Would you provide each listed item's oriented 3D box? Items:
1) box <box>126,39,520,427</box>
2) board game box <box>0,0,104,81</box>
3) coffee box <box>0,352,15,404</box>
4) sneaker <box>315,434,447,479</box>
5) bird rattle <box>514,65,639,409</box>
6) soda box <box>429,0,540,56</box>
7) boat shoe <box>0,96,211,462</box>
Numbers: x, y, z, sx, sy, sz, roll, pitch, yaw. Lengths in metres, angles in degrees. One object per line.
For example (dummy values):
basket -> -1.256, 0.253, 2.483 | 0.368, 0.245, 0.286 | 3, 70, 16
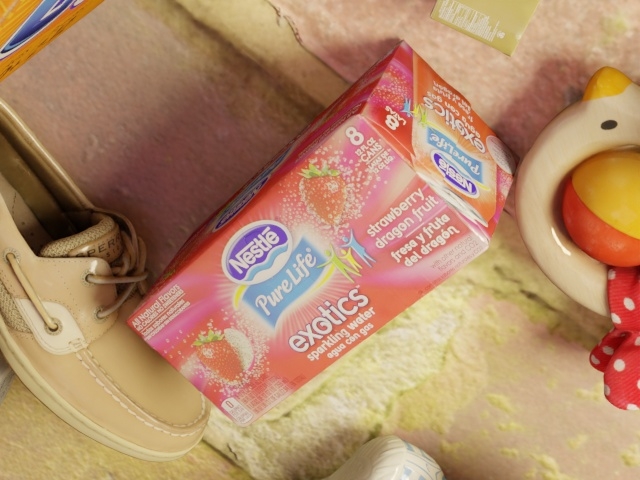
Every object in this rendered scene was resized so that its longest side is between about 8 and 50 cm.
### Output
box -> 0.000, 0.000, 0.819 | 0.122, 0.128, 0.257 | 44, 124, -10
board game box -> -0.163, -0.321, 0.541 | 0.356, 0.356, 0.356 | 44, 124, -11
coffee box -> -0.505, 0.183, 0.977 | 0.337, 0.334, 0.338 | 32, 123, -1
sneaker -> 0.007, 0.239, 0.991 | 0.237, 0.085, 0.086 | -33, 113, 35
bird rattle -> 0.226, -0.006, 0.771 | 0.207, 0.143, 0.253 | 35, 139, 10
soda box -> 0.129, -0.204, 0.690 | 0.058, 0.061, 0.181 | 26, 125, 2
boat shoe -> -0.194, 0.029, 0.907 | 0.110, 0.121, 0.341 | -34, 103, 33
